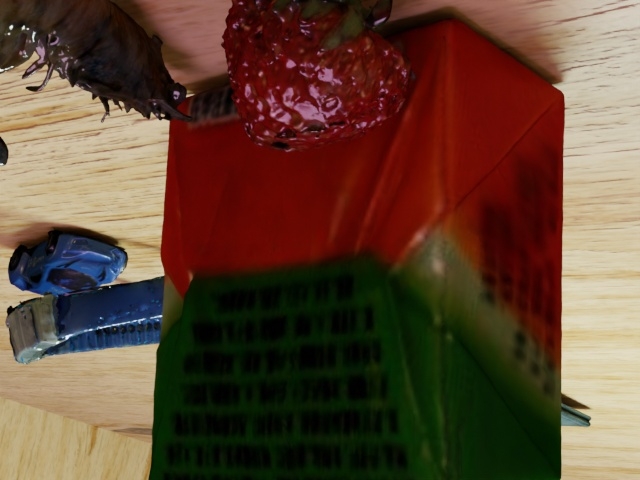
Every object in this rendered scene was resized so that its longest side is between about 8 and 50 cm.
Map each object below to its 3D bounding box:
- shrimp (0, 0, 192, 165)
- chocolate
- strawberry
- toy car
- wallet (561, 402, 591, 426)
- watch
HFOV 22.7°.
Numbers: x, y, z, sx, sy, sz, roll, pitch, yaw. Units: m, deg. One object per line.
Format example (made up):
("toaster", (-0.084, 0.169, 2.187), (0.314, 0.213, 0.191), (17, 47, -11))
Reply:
("shrimp", (-0.194, -0.110, 1.176), (0.058, 0.169, 0.296), (36, 178, 30))
("chocolate", (0.029, 0.037, 1.231), (0.161, 0.341, 0.360), (10, 168, -38))
("strawberry", (-0.018, -0.115, 1.086), (0.192, 0.085, 0.140), (2, 134, 48))
("toy car", (-0.313, 0.037, 1.965), (0.103, 0.063, 0.216), (19, 163, -26))
("wallet", (0.219, 0.237, 2.347), (0.290, 0.054, 0.251), (-6, 162, 34))
("watch", (-0.257, 0.098, 2.005), (0.275, 0.068, 0.276), (-13, 169, -16))
